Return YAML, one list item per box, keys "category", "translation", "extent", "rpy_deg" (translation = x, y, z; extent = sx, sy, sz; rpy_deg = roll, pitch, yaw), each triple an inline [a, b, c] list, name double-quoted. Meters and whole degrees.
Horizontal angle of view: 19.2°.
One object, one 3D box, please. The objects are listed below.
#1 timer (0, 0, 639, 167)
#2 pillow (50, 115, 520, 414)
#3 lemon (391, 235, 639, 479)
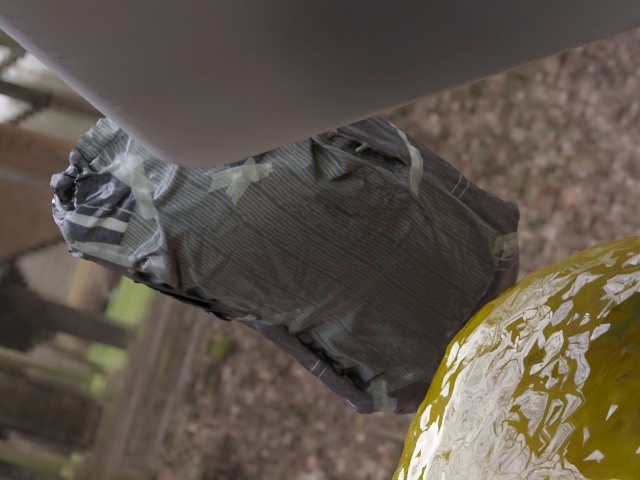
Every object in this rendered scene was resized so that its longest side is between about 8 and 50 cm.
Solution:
- category: "timer"
  translation: [-0.002, -0.156, 0.452]
  extent: [0.192, 0.194, 0.195]
  rpy_deg: [43, -146, -63]
- category: "pillow"
  translation: [0.000, 0.000, 1.077]
  extent: [0.161, 0.335, 0.092]
  rpy_deg: [-47, 41, 17]
- category: "lemon"
  translation: [0.128, 0.094, 0.543]
  extent: [0.260, 0.204, 0.204]
  rpy_deg: [8, 81, 47]
